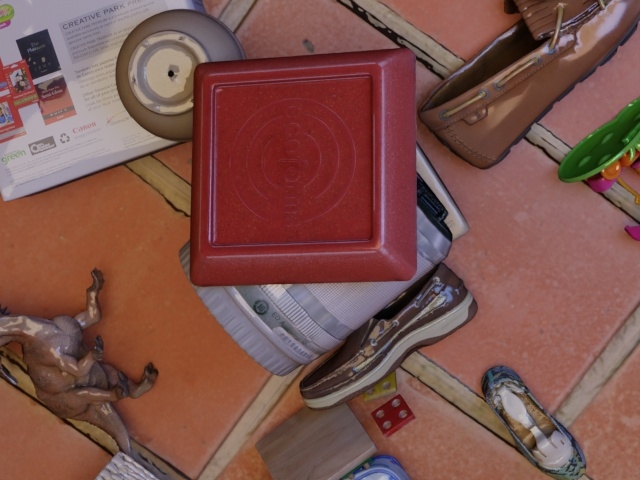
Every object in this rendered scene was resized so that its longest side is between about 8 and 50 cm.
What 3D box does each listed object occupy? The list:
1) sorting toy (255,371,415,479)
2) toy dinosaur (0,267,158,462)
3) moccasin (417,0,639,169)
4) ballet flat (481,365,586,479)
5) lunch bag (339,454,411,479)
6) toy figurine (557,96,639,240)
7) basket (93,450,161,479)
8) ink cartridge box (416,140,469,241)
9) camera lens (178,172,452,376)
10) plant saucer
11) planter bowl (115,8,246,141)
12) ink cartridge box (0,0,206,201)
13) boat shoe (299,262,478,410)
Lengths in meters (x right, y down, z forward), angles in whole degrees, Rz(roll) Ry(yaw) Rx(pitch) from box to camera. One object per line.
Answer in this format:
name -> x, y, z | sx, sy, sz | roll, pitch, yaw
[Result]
sorting toy -> 0.007, 0.272, 1.778 | 0.274, 0.132, 0.046 | -37, 129, -2
toy dinosaur -> -0.346, 0.171, 1.801 | 0.200, 0.127, 0.295 | -23, 110, 17
moccasin -> 0.275, -0.266, 1.695 | 0.147, 0.139, 0.380 | 40, 107, -22
ballet flat -> 0.276, 0.246, 1.782 | 0.070, 0.070, 0.188 | -43, 91, 7
lunch bag -> 0.039, 0.393, 1.801 | 0.219, 0.090, 0.176 | -30, 93, 7
toy figurine -> 0.412, -0.074, 1.733 | 0.173, 0.130, 0.159 | -45, 105, -17
basket -> -0.274, 0.370, 1.785 | 0.113, 0.103, 0.167 | 38, 130, -1
ink cartridge box -> 0.044, -0.034, 1.760 | 0.235, 0.088, 0.193 | -32, 91, 7
camera lens -> 0.000, 0.000, 1.611 | 0.274, 0.219, 0.219 | -40, 91, 7
plant saucer -> -0.026, -0.083, 1.491 | 0.259, 0.048, 0.258 | -2, 81, 15
planter bowl -> -0.170, -0.197, 1.621 | 0.162, 0.109, 0.162 | 0, 95, 3
ink cartridge box -> -0.291, -0.227, 1.746 | 0.310, 0.130, 0.271 | -18, 94, 5
boat shoe -> 0.072, 0.116, 1.768 | 0.257, 0.095, 0.095 | -34, 105, -4
